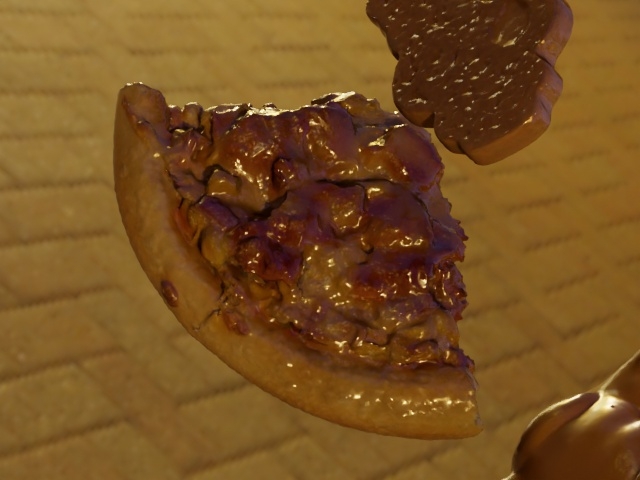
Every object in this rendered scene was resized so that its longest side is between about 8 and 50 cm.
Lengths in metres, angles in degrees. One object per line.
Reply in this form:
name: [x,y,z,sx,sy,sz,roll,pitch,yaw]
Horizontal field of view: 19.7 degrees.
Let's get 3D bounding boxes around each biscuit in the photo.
biscuit: [0.112,-0.147,1.339,0.040,0.144,0.236,35,29,-41]

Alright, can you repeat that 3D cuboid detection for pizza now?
pizza: [0.000,0.000,1.509,0.409,0.278,0.114,50,-24,11]

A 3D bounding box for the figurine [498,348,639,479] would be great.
figurine: [0.261,0.303,1.503,0.387,0.268,0.401,57,40,-43]
